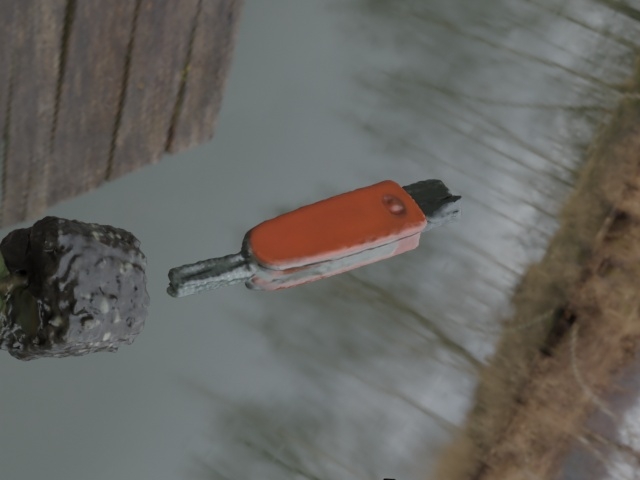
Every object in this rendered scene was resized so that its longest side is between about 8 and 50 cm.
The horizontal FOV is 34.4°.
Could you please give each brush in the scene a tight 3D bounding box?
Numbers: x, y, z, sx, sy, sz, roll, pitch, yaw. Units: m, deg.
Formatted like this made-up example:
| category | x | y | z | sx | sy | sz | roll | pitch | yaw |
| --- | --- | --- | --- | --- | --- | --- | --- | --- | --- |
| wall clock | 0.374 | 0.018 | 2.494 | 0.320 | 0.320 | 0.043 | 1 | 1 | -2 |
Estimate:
| category | x | y | z | sx | sy | sz | roll | pitch | yaw |
| --- | --- | --- | --- | --- | --- | --- | --- | --- | --- |
| brush | 0.000 | 0.000 | 0.969 | 0.323 | 0.070 | 0.051 | -16 | 147 | -31 |

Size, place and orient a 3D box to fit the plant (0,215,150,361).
| category | x | y | z | sx | sy | sz | roll | pitch | yaw |
| --- | --- | --- | --- | --- | --- | --- | --- | --- | --- |
| plant | -0.438 | 0.079 | 1.603 | 0.312 | 0.215 | 0.213 | -2 | 167 | -40 |

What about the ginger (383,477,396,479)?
| category | x | y | z | sx | sy | sz | roll | pitch | yaw |
| --- | --- | --- | --- | --- | --- | --- | --- | --- | --- |
| ginger | 0.127 | 0.486 | 1.258 | 0.254 | 0.418 | 0.176 | -45 | 179 | 19 |
